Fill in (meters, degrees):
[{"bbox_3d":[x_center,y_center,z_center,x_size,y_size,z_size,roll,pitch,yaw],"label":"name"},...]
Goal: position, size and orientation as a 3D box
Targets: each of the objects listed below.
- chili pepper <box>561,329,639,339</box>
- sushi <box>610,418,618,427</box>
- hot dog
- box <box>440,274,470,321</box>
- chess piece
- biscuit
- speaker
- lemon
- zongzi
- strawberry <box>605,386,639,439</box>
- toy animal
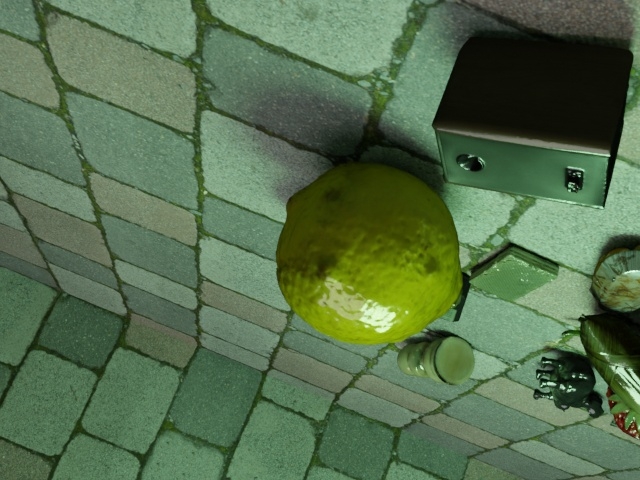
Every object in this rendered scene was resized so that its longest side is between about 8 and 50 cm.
[{"bbox_3d":[0.720,0.302,1.657,0.368,0.137,0.092,47,-157,15],"label":"chili pepper"},{"bbox_3d":[0.991,0.560,2.130,0.293,0.059,0.292,12,155,21],"label":"sushi"},{"bbox_3d":[0.593,0.077,1.441,0.131,0.069,0.253,7,156,11],"label":"hot dog"},{"bbox_3d":[0.191,0.100,1.845,0.349,0.058,0.211,17,158,11],"label":"box"},{"bbox_3d":[0.319,0.350,2.188,0.142,0.143,0.260,32,161,-21],"label":"chess piece"},{"bbox_3d":[0.416,0.076,1.620,0.121,0.041,0.199,23,156,-6],"label":"biscuit"},{"bbox_3d":[0.293,-0.163,1.029,0.230,0.193,0.153,13,156,23],"label":"speaker"},{"bbox_3d":[0.097,0.033,1.417,0.387,0.350,0.350,32,155,-12],"label":"lemon"},{"bbox_3d":[0.615,0.248,1.512,0.112,0.221,0.242,-38,155,15],"label":"zongzi"},{"bbox_3d":[0.816,0.389,1.810,0.205,0.205,0.244,-1,169,42],"label":"strawberry"},{"bbox_3d":[0.669,0.400,2.014,0.168,0.106,0.343,1,155,26],"label":"toy animal"}]
